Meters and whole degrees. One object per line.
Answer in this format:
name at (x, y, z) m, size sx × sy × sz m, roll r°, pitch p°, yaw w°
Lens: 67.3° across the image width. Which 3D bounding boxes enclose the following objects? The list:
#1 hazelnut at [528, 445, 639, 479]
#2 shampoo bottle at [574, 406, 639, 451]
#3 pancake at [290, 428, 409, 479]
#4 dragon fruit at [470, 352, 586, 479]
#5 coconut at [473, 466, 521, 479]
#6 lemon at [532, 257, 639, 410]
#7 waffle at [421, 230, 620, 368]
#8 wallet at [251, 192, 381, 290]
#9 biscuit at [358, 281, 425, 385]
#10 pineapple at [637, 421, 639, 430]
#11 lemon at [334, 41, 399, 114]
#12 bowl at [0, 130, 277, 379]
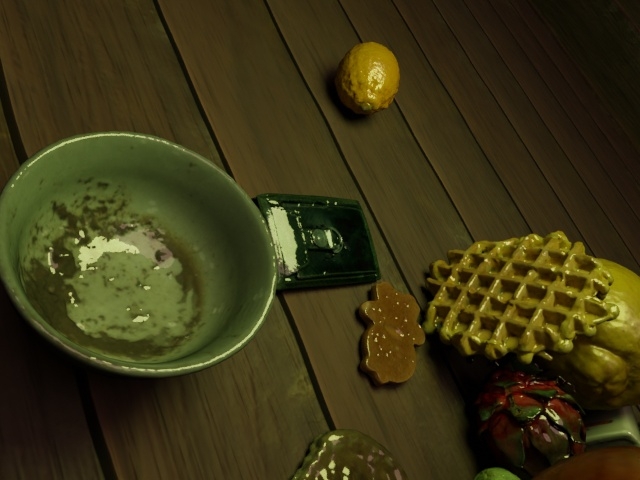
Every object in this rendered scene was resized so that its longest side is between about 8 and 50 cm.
hazelnut at (0.375, 0.445, 0.544) m, size 0.359 × 0.360 × 0.409 m, roll -42°, pitch 126°, yaw -46°
shampoo bottle at (0.552, 0.329, 0.935) m, size 0.071 × 0.153 × 0.284 m, roll 53°, pitch 38°, yaw 7°
pancake at (0.035, 0.352, 0.589) m, size 0.236 × 0.042 × 0.222 m, roll -10°, pitch 66°, yaw -43°
dragon fruit at (0.337, 0.295, 0.776) m, size 0.182 × 0.182 × 0.188 m, roll 36°, pitch 29°, yaw -13°
coconut at (0.275, 0.390, 0.719) m, size 0.096 × 0.088 × 0.088 m, roll 45°, pitch 44°, yaw 6°
lemon at (0.499, 0.163, 0.912) m, size 0.286 × 0.285 × 0.316 m, roll 28°, pitch 15°, yaw -20°
waffle at (0.331, 0.083, 0.834) m, size 0.062 × 0.330 × 0.329 m, roll 61°, pitch 36°, yaw -32°
wallet at (0.002, -0.001, 0.801) m, size 0.236 × 0.055 × 0.160 m, roll -2°, pitch 69°, yaw -40°
biscuit at (0.119, 0.156, 0.800) m, size 0.134 × 0.027 × 0.183 m, roll 20°, pitch 52°, yaw -27°
pineapple at (0.598, 0.386, 0.884) m, size 0.083 × 0.221 × 0.103 m, roll 26°, pitch 38°, yaw -1°
lemon at (0.102, -0.349, 1.055) m, size 0.142 × 0.142 × 0.187 m, roll 26°, pitch 53°, yaw -22°
bowl at (-0.206, 0.033, 0.545) m, size 0.290 × 0.146 × 0.289 m, roll 21°, pitch 49°, yaw -25°
